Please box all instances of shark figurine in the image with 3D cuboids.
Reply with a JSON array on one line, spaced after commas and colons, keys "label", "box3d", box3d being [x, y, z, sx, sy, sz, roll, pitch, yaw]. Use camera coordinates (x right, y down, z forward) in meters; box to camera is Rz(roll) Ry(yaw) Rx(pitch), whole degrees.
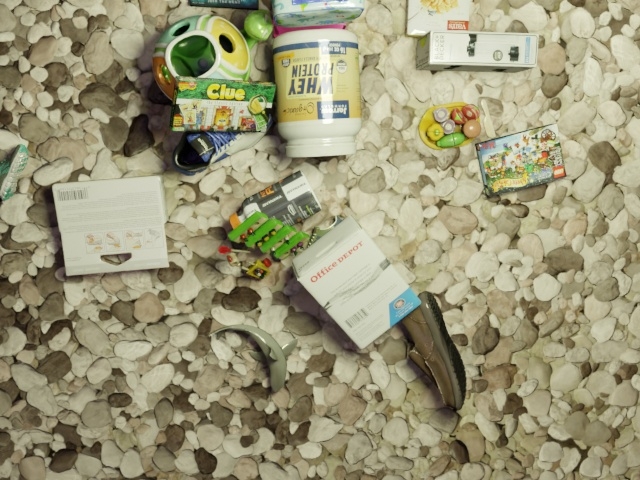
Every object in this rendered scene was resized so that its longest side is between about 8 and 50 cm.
[{"label": "shark figurine", "box3d": [-0.175, 0.312, 1.827, 0.278, 0.116, 0.166, 43, 93, -11]}]

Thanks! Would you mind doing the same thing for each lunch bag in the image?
[{"label": "lunch bag", "box3d": [-0.006, -0.563, 1.474, 0.219, 0.176, 0.090, -5, 101, 0]}]

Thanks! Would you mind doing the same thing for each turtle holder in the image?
[{"label": "turtle holder", "box3d": [-0.281, -0.468, 1.630, 0.321, 0.227, 0.243, -1, 99, -2]}]

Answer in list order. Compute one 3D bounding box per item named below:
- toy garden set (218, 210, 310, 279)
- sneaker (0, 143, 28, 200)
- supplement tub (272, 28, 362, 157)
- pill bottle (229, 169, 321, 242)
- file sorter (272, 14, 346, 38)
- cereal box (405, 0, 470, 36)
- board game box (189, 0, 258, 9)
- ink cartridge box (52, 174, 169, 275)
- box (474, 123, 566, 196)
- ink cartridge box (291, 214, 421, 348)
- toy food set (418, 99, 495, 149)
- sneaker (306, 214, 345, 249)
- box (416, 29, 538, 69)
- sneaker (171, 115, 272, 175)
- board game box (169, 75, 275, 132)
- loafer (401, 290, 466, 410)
[{"label": "toy garden set", "box3d": [-0.165, 0.029, 1.724, 0.204, 0.244, 0.049, -38, 59, 19]}, {"label": "sneaker", "box3d": [-0.872, -0.197, 1.730, 0.076, 0.065, 0.166, 27, 95, -3]}, {"label": "supplement tub", "box3d": [-0.006, -0.383, 1.661, 0.229, 0.228, 0.316, -4, 99, -3]}, {"label": "pill bottle", "box3d": [-0.131, -0.086, 1.752, 0.246, 0.130, 0.130, -28, 100, 1]}, {"label": "file sorter", "box3d": [-0.027, -0.692, 1.632, 0.202, 0.182, 0.290, -1, 100, -3]}, {"label": "cereal box", "box3d": [0.325, -0.681, 1.719, 0.173, 0.047, 0.240, 0, 98, -4]}, {"label": "board game box", "box3d": [-0.259, -0.697, 1.697, 0.186, 0.026, 0.126, 2, 100, -3]}, {"label": "ink cartridge box", "box3d": [-0.582, -0.044, 1.767, 0.297, 0.066, 0.261, -5, 100, -2]}, {"label": "box", "box3d": [0.580, -0.233, 1.811, 0.233, 0.044, 0.159, -15, 100, -1]}, {"label": "ink cartridge box", "box3d": [0.100, 0.118, 1.764, 0.223, 0.129, 0.307, -38, 115, 4]}, {"label": "toy food set", "box3d": [0.392, -0.329, 1.771, 0.218, 0.071, 0.128, -12, 100, -1]}, {"label": "sneaker", "box3d": [0.000, 0.000, 1.813, 0.192, 0.064, 0.086, -34, 89, 5]}, {"label": "box", "box3d": [0.418, -0.509, 1.695, 0.290, 0.169, 0.087, 0, 99, -2]}, {"label": "sneaker", "box3d": [-0.272, -0.272, 1.688, 0.316, 0.182, 0.127, -33, 101, 3]}, {"label": "board game box", "box3d": [-0.245, -0.341, 1.581, 0.260, 0.030, 0.136, -5, 124, -31]}, {"label": "loafer", "box3d": [0.331, 0.333, 1.864, 0.130, 0.134, 0.365, -20, 90, 24]}]
